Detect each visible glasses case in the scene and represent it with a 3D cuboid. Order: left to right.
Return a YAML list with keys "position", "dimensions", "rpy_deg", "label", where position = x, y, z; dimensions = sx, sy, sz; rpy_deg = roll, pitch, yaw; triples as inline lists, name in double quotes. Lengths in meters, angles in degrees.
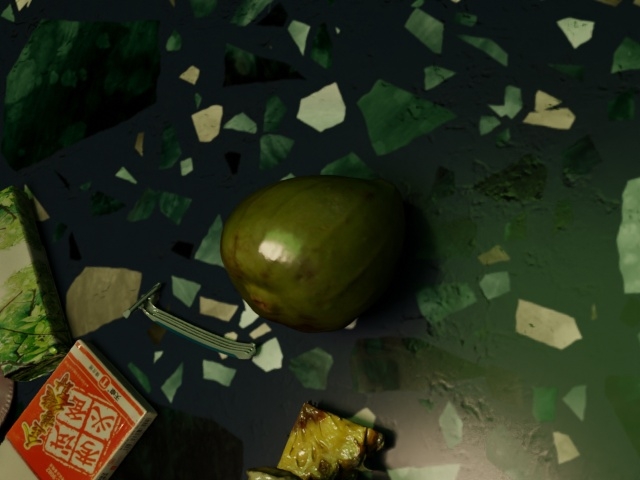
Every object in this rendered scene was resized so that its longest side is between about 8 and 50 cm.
- position: [-0.437, 0.062, 1.391]
  dimensions: [0.095, 0.062, 0.272]
  rpy_deg: [-26, 68, 10]
  label: "glasses case"

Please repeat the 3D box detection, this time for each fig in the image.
- position: [0.000, 0.000, 1.142]
  dimensions: [0.203, 0.203, 0.225]
  rpy_deg: [32, 67, 27]
  label: "fig"

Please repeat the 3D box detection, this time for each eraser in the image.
- position: [-0.343, 0.273, 1.309]
  dimensions: [0.157, 0.038, 0.230]
  rpy_deg: [39, 94, 27]
  label: "eraser"

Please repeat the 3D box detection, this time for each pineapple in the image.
- position: [0.009, 0.243, 1.150]
  dimensions: [0.137, 0.069, 0.116]
  rpy_deg: [-24, 63, 7]
  label: "pineapple"

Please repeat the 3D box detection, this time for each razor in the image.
- position: [-0.167, 0.118, 1.270]
  dimensions: [0.191, 0.037, 0.068]
  rpy_deg: [22, 45, 23]
  label: "razor"

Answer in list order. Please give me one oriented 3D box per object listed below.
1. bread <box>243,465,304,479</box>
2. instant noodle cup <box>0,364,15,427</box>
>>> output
- position: [-0.051, 0.370, 1.043]
  dimensions: [0.196, 0.252, 0.238]
  rpy_deg: [16, 79, 31]
  label: "bread"
- position: [-0.596, 0.197, 1.342]
  dimensions: [0.231, 0.243, 0.243]
  rpy_deg: [-17, 71, 26]
  label: "instant noodle cup"
